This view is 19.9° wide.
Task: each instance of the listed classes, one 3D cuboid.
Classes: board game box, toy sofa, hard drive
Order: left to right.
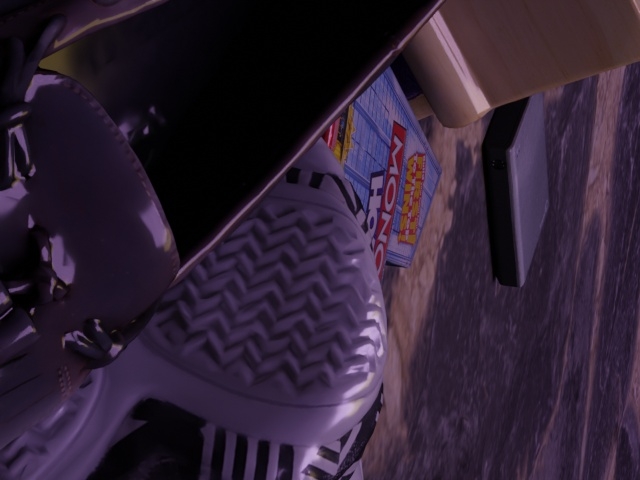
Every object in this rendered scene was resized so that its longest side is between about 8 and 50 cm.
[{"bbox_3d":[0.000,0.000,0.829,0.194,0.060,0.194,19,79,-71],"label":"board game box"},{"bbox_3d":[0.103,-0.214,0.970,0.150,0.177,0.362,60,34,-23],"label":"toy sofa"},{"bbox_3d":[0.143,-0.046,1.312,0.135,0.022,0.094,80,25,-44],"label":"hard drive"}]

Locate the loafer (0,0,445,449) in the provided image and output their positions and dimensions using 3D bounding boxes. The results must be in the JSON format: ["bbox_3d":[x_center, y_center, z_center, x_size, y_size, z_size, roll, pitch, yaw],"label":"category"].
[{"bbox_3d":[-0.061,-0.029,0.496,0.302,0.095,0.109,-50,137,-40],"label":"loafer"}]

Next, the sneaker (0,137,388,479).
[{"bbox_3d":[-0.042,0.133,0.593,0.210,0.137,0.366,88,-2,-57],"label":"sneaker"}]
